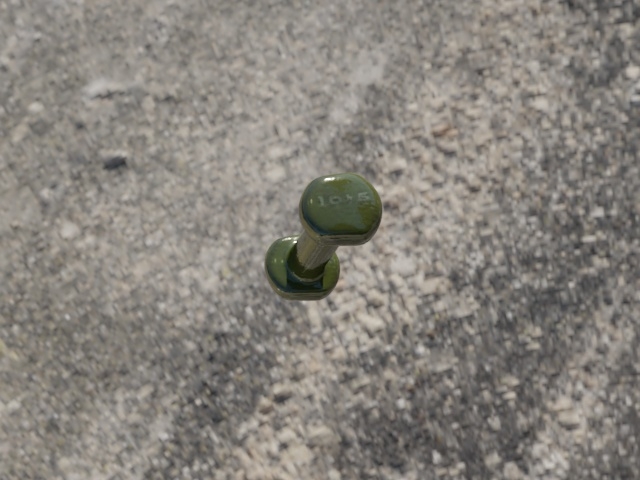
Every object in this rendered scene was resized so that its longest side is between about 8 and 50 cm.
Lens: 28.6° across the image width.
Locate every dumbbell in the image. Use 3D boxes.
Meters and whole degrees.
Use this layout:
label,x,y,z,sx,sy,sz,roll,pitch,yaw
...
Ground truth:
label,x,y,z,sx,sy,sz,roll,pitch,yaw
dumbbell,0.000,0.000,0.787,0.052,0.118,0.046,-4,69,-17
